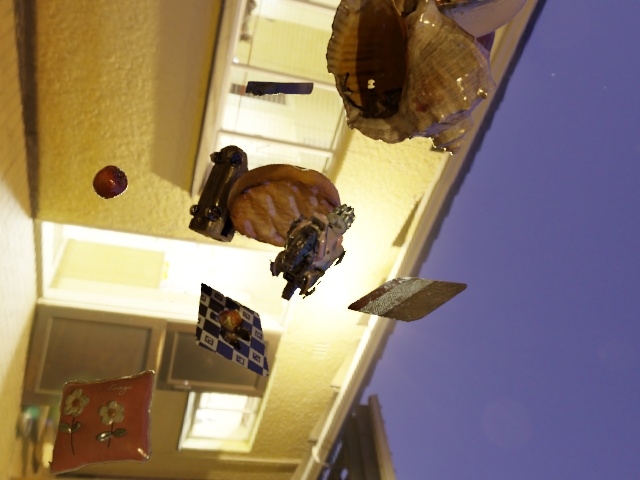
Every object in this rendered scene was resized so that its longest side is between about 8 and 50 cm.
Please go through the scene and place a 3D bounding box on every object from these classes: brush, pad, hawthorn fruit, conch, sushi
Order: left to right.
[{"bbox_3d":[-0.459,-0.125,1.272,0.077,0.077,0.077,-171,-90,-76],"label":"hawthorn fruit"},{"bbox_3d":[-0.206,0.204,1.287,0.040,0.192,0.210,-45,-150,20],"label":"sushi"},{"bbox_3d":[-0.089,-0.355,1.373,0.027,0.190,0.034,47,-49,34],"label":"brush"},{"bbox_3d":[0.101,-0.211,0.698,0.163,0.178,0.245,-141,-151,-84],"label":"conch"},{"bbox_3d":[0.226,0.062,1.254,0.323,0.055,0.250,-47,-158,-22],"label":"pad"}]

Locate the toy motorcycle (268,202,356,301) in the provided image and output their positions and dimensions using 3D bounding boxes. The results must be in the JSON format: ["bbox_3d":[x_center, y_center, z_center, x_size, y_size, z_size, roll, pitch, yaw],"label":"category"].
[{"bbox_3d":[-0.005,-0.004,1.019,0.204,0.108,0.239,-51,-174,-21],"label":"toy motorcycle"}]

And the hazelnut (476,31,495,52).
[{"bbox_3d":[0.309,-0.584,1.710,0.359,0.409,0.359,175,-90,-65],"label":"hazelnut"}]

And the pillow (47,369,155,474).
[{"bbox_3d":[-0.389,0.321,1.047,0.075,0.179,0.171,83,0,-58],"label":"pillow"}]

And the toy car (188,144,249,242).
[{"bbox_3d":[-0.256,-0.125,1.576,0.101,0.124,0.257,9,-106,44],"label":"toy car"}]

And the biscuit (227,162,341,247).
[{"bbox_3d":[-0.092,-0.090,1.500,0.296,0.296,0.102,117,-21,-51],"label":"biscuit"}]

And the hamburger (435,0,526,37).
[{"bbox_3d":[0.170,-0.411,0.806,0.176,0.300,0.300,75,9,-50],"label":"hamburger"}]
